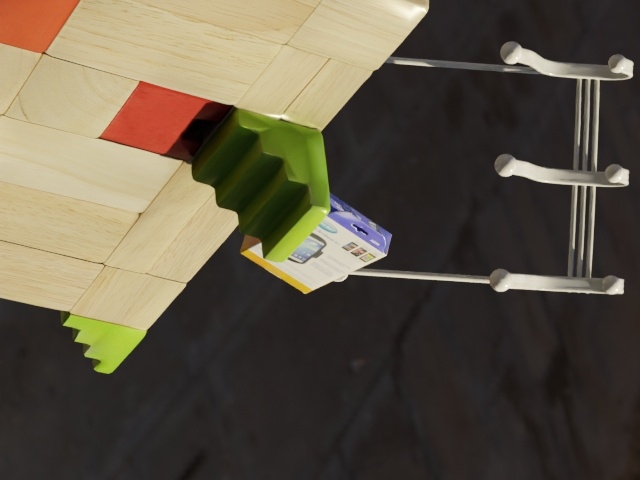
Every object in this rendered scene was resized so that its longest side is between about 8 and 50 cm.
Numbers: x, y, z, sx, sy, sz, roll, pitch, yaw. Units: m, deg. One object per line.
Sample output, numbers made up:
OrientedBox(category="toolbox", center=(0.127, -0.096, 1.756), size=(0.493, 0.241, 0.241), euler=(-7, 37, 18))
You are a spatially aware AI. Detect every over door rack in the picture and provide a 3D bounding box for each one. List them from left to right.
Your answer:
OrientedBox(category="over door rack", center=(0.137, -0.069, 1.846), size=(0.108, 0.324, 0.239), euler=(39, 54, -81))

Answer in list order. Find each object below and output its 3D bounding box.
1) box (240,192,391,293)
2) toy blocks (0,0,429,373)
OrientedBox(category="box", center=(0.000, 0.000, 1.712), size=(0.081, 0.136, 0.028), euler=(33, 51, -26))
OrientedBox(category="toy blocks", center=(-0.138, -0.094, 0.904), size=(0.261, 0.381, 0.190), euler=(14, 50, -27))
